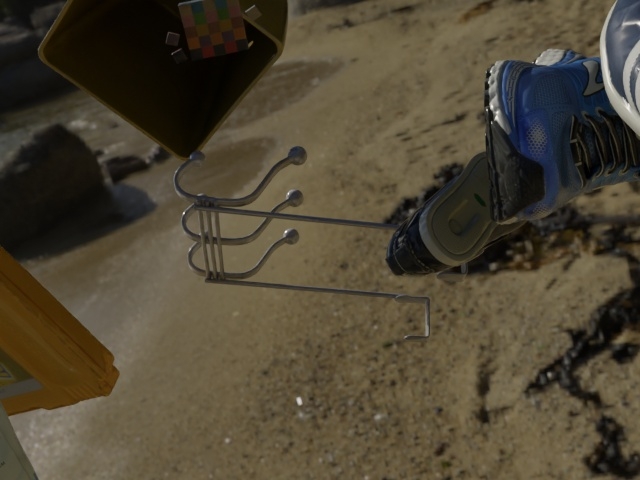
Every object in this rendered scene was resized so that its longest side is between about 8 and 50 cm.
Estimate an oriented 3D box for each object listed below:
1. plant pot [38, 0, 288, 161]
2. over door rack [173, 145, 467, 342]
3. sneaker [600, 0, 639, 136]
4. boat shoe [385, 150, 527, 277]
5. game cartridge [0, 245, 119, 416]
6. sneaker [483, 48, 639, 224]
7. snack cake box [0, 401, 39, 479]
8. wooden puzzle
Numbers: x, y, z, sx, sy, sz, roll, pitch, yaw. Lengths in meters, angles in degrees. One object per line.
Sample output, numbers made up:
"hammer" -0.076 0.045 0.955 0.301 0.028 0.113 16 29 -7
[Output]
"plant pot" -0.158 -0.263 1.106 0.212 0.212 0.187 -43 18 39
"over door rack" 0.000 0.000 1.117 0.324 0.239 0.108 16 67 3
"sneaker" 0.257 -0.113 0.595 0.131 0.148 0.350 -5 40 6
"boat shoe" 0.149 -0.028 0.955 0.233 0.084 0.079 -31 -7 -45
"game cartridge" -0.438 0.114 1.161 0.324 0.285 0.052 -16 37 35
"sneaker" 0.234 -0.103 0.826 0.147 0.129 0.330 4 23 28
"snack cake box" -0.254 0.114 0.413 0.264 0.089 0.152 -3 23 46
"wooden puzzle" -0.090 -0.179 0.800 0.083 0.049 0.006 -11 32 -1
